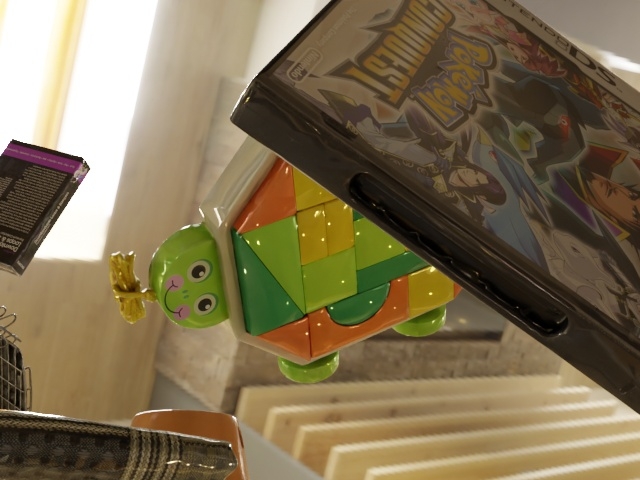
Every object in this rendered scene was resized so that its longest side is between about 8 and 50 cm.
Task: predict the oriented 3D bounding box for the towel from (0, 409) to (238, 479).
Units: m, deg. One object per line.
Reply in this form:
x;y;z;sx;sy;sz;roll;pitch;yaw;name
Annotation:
-0.263;0.209;0.707;0.312;0.324;0.056;12;-131;-26;towel

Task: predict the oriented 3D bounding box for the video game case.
0.109;-0.065;0.526;0.248;0.035;0.275;36;-142;-3;video game case

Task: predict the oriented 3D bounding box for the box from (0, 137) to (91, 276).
-0.363;-0.042;1.085;0.116;0.162;0.029;16;152;23;box

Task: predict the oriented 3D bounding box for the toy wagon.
0.000;0.000;0.753;0.344;0.267;0.068;-21;-143;-22;toy wagon

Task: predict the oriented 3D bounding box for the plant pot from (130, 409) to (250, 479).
-0.257;0.433;1.707;0.290;0.204;0.291;0;161;0;plant pot

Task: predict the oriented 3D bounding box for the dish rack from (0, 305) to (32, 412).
-0.500;0.155;1.321;0.271;0.208;0.074;30;-142;24;dish rack
